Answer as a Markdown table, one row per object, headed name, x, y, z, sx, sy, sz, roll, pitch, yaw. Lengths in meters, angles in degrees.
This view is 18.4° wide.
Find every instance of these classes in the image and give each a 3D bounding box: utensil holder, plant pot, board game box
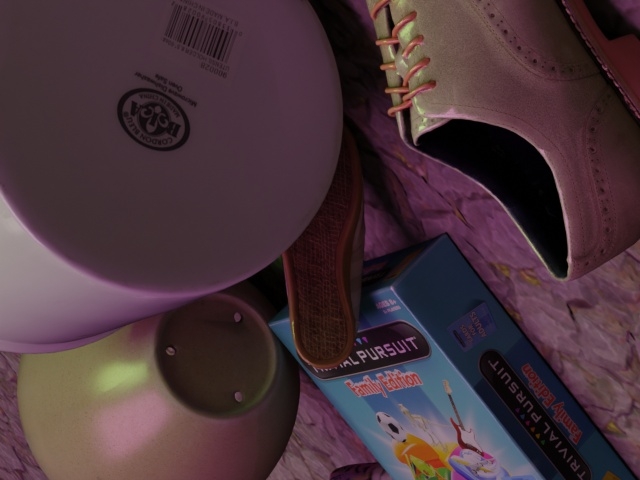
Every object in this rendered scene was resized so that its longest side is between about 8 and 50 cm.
| name | x | y | z | sx | sy | sz | roll | pitch | yaw |
| --- | --- | --- | --- | --- | --- | --- | --- | --- | --- |
| utensil holder | -0.197 | -0.079 | 1.649 | 0.327 | 0.327 | 0.385 | 52 | 157 | -10 |
| plant pot | -0.135 | 0.132 | 1.932 | 0.284 | 0.284 | 0.191 | 48 | 151 | -3 |
| board game box | 0.129 | 0.166 | 1.809 | 0.336 | 0.079 | 0.254 | 51 | 153 | -9 |

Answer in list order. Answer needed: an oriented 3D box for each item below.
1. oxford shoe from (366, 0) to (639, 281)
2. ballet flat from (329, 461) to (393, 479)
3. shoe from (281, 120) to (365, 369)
| name | x | y | z | sx | sy | sz | roll | pitch | yaw |
| --- | --- | --- | --- | --- | --- | --- | --- | --- | --- |
| oxford shoe | 0.092 | -0.148 | 1.346 | 0.397 | 0.146 | 0.140 | 47 | 157 | 2 |
| ballet flat | 0.112 | 0.276 | 2.010 | 0.221 | 0.077 | 0.079 | 33 | 132 | 17 |
| shoe | 0.000 | 0.000 | 1.695 | 0.077 | 0.219 | 0.058 | 1 | 180 | 6 |
